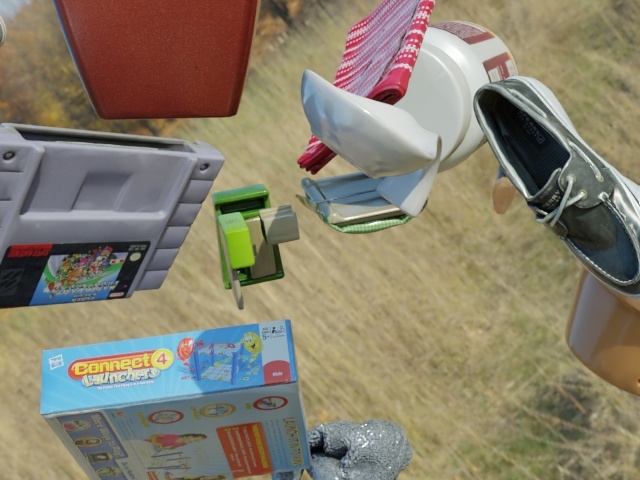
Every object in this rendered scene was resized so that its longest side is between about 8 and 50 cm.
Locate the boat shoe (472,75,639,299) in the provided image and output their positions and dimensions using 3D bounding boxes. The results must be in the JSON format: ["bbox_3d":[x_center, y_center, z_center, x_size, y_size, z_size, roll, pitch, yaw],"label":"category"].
[{"bbox_3d":[0.294,-0.060,1.203,0.119,0.335,0.121,-13,-31,-46],"label":"boat shoe"}]

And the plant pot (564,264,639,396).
[{"bbox_3d":[0.522,0.113,1.566,0.291,0.290,0.204,-70,3,-66],"label":"plant pot"}]

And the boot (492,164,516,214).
[{"bbox_3d":[0.345,-0.108,1.830,0.087,0.042,0.119,-19,-58,-81],"label":"boot"}]

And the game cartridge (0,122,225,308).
[{"bbox_3d":[-0.291,-0.023,1.185,0.355,0.068,0.230,-2,-56,-52],"label":"game cartridge"}]

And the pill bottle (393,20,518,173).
[{"bbox_3d":[0.170,-0.222,1.528,0.224,0.224,0.392,-37,-1,24],"label":"pill bottle"}]

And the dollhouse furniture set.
[{"bbox_3d":[0.000,0.000,1.489,0.301,0.151,0.197,-11,23,-10],"label":"dollhouse furniture set"}]

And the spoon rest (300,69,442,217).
[{"bbox_3d":[0.062,-0.096,0.932,0.084,0.137,0.276,-53,-20,1],"label":"spoon rest"}]

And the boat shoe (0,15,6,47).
[{"bbox_3d":[-0.689,-0.402,1.690,0.127,0.340,0.158,-56,39,11],"label":"boat shoe"}]

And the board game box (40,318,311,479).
[{"bbox_3d":[-0.172,0.226,1.279,0.301,0.086,0.308,-7,-32,-2],"label":"board game box"}]

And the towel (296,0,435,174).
[{"bbox_3d":[0.065,-0.218,1.169,0.199,0.031,0.275,-37,26,48],"label":"towel"}]

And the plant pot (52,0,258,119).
[{"bbox_3d":[-0.201,-0.292,1.302,0.267,0.236,0.267,-1,19,-1],"label":"plant pot"}]

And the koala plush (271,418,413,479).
[{"bbox_3d":[0.049,0.390,1.443,0.203,0.196,0.221,-31,52,42],"label":"koala plush"}]
